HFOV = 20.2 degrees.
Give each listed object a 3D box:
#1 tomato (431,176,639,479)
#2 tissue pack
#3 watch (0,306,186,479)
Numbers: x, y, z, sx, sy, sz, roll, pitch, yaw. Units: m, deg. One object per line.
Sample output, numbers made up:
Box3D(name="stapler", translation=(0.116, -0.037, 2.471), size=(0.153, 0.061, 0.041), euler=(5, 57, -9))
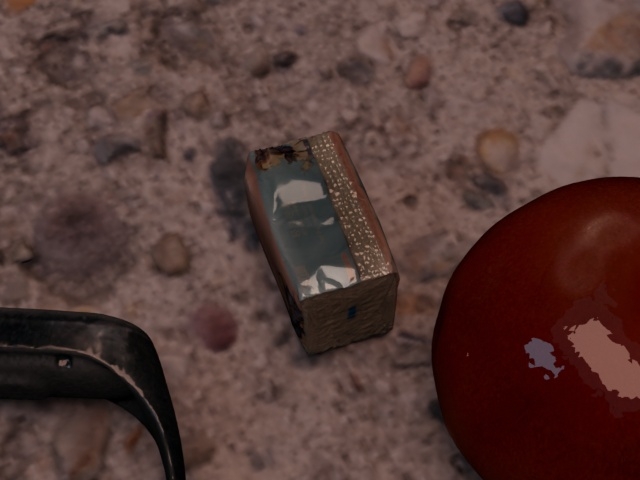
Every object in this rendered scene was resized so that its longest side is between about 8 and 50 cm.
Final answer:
Box3D(name="tomato", translation=(0.151, 0.058, 0.870), size=(0.195, 0.136, 0.195), euler=(1, 62, -3))
Box3D(name="tissue pack", translation=(0.000, 0.000, 0.929), size=(0.059, 0.074, 0.094), euler=(-18, 62, -9))
Box3D(name="watch", translation=(-0.159, 0.126, 0.861), size=(0.206, 0.068, 0.193), euler=(4, 65, 3))
